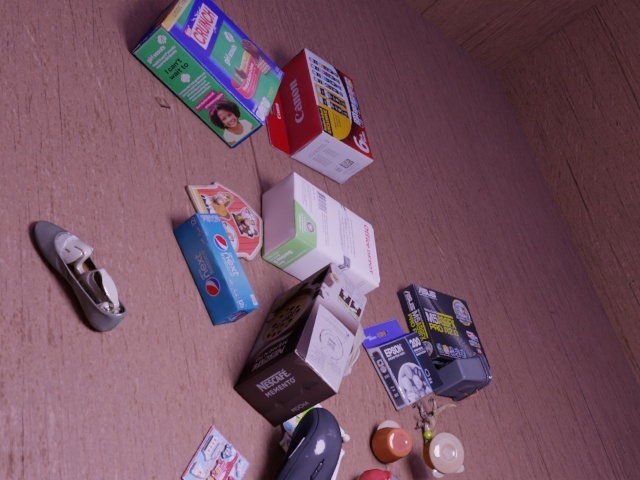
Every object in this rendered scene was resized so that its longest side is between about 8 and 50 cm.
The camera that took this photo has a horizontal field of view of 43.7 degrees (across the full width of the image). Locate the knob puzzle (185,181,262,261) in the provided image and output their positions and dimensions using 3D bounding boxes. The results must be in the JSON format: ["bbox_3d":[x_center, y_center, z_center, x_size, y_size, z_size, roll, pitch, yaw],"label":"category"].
[{"bbox_3d":[-0.182,-0.046,1.709,0.213,0.030,0.213,36,35,-31],"label":"knob puzzle"}]

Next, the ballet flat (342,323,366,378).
[{"bbox_3d":[0.045,0.249,1.712,0.086,0.086,0.248,52,29,-8],"label":"ballet flat"}]

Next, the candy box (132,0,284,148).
[{"bbox_3d":[-0.253,-0.415,1.874,0.317,0.122,0.268,42,33,-21],"label":"candy box"}]

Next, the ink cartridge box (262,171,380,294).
[{"bbox_3d":[0.000,0.000,1.843,0.273,0.115,0.198,33,38,-34],"label":"ink cartridge box"}]

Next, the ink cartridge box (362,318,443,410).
[{"bbox_3d":[0.195,0.286,1.921,0.206,0.045,0.208,-8,67,-57],"label":"ink cartridge box"}]

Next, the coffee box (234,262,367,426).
[{"bbox_3d":[-0.031,0.195,1.554,0.119,0.168,0.297,47,30,-15],"label":"coffee box"}]

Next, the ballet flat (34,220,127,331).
[{"bbox_3d":[-0.381,0.046,1.290,0.213,0.068,0.072,57,30,2],"label":"ballet flat"}]

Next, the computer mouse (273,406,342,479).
[{"bbox_3d":[-0.002,0.432,1.385,0.184,0.060,0.262,47,55,-18],"label":"computer mouse"}]

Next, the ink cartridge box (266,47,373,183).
[{"bbox_3d":[-0.017,-0.347,2.144,0.272,0.130,0.309,23,44,-42],"label":"ink cartridge box"}]

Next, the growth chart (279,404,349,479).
[{"bbox_3d":[-0.015,0.402,1.524,0.172,0.021,0.237,45,31,-17],"label":"growth chart"}]

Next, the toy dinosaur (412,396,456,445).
[{"bbox_3d":[0.262,0.421,1.896,0.183,0.053,0.092,-47,117,-52],"label":"toy dinosaur"}]

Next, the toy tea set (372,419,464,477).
[{"bbox_3d":[0.229,0.529,1.702,0.200,0.124,0.336,-20,80,-29],"label":"toy tea set"}]

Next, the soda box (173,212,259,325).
[{"bbox_3d":[-0.202,0.053,1.541,0.067,0.071,0.210,-2,62,-57],"label":"soda box"}]

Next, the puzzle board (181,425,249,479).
[{"bbox_3d":[-0.171,0.381,1.326,0.096,0.011,0.128,50,30,-11],"label":"puzzle board"}]

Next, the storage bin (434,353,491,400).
[{"bbox_3d":[0.346,0.350,2.002,0.091,0.135,0.098,8,54,-39],"label":"storage bin"}]

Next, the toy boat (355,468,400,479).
[{"bbox_3d":[0.144,0.530,1.497,0.151,0.151,0.231,43,32,-20],"label":"toy boat"}]

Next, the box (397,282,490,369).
[{"bbox_3d":[0.334,0.244,2.146,0.270,0.060,0.216,21,45,-46],"label":"box"}]
